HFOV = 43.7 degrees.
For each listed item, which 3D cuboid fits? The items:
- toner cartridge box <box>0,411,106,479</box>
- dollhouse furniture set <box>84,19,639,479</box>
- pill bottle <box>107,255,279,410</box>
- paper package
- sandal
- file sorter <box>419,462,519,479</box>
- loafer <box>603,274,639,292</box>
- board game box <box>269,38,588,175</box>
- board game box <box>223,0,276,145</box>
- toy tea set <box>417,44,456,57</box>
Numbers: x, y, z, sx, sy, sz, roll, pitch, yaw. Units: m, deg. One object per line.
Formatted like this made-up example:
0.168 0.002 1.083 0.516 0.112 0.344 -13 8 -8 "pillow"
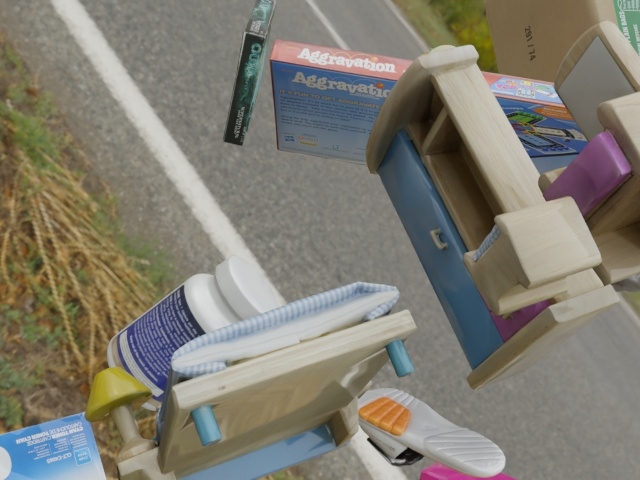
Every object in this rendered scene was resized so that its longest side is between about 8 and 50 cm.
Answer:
-0.486 0.371 1.129 0.348 0.075 0.165 -11 73 -35 "toner cartridge box"
0.000 0.000 0.468 0.304 0.286 0.198 -17 68 -20 "dollhouse furniture set"
-0.205 0.149 1.305 0.153 0.265 0.153 48 16 -18 "pill bottle"
0.441 -0.344 1.361 0.168 0.309 0.324 -4 77 -17 "paper package"
0.129 0.276 1.073 0.102 0.076 0.265 -8 18 -35 "sandal"
0.306 0.513 1.348 0.291 0.182 0.202 18 1 24 "file sorter"
0.283 -0.009 0.927 0.366 0.130 0.133 -34 109 -77 "loafer"
0.097 -0.105 0.717 0.145 0.282 0.027 91 10 -66 "board game box"
-0.081 -0.202 0.929 0.026 0.126 0.186 12 28 -6 "board game box"
0.185 -0.184 1.202 0.336 0.199 0.124 18 5 -26 "toy tea set"
